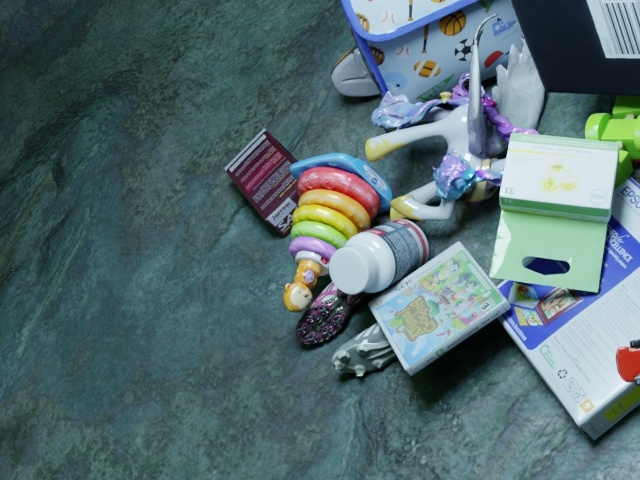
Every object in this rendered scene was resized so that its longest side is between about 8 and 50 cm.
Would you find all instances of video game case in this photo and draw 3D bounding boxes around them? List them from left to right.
[{"bbox_3d":[0.189,0.106,1.758,0.193,0.023,0.212,-35,30,4],"label":"video game case"}]

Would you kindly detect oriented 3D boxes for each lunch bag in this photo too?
[{"bbox_3d":[0.200,-0.452,1.972,0.327,0.385,0.239,-24,44,4],"label":"lunch bag"}]

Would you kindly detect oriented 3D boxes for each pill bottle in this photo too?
[{"bbox_3d":[0.099,0.031,1.859,0.108,0.180,0.108,11,109,34],"label":"pill bottle"}]

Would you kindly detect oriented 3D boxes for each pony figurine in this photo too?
[{"bbox_3d":[0.263,-0.189,1.882,0.363,0.302,0.351,-5,88,35],"label":"pony figurine"}]

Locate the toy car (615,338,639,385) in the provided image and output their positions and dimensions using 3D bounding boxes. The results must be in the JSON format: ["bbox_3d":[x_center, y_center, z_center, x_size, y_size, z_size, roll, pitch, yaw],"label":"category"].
[{"bbox_3d":[0.549,0.167,1.430,0.239,0.053,0.225,-43,69,9],"label":"toy car"}]

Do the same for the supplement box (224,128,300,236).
[{"bbox_3d":[-0.097,-0.124,2.251,0.130,0.073,0.239,-45,39,4],"label":"supplement box"}]

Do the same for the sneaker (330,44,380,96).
[{"bbox_3d":[0.153,-0.431,2.264,0.321,0.125,0.180,-29,38,4],"label":"sneaker"}]

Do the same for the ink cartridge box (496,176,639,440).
[{"bbox_3d":[0.440,0.094,1.619,0.307,0.072,0.304,-39,39,7],"label":"ink cartridge box"}]

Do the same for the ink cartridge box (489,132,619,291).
[{"bbox_3d":[0.359,-0.048,1.650,0.171,0.056,0.235,8,64,15],"label":"ink cartridge box"}]

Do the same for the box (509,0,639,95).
[{"bbox_3d":[0.615,-0.471,1.664,0.479,0.297,0.472,11,52,45],"label":"box"}]

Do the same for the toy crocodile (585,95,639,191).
[{"bbox_3d":[0.529,-0.218,1.776,0.115,0.105,0.341,5,57,41],"label":"toy crocodile"}]

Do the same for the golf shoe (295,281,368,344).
[{"bbox_3d":[0.028,0.117,1.968,0.186,0.067,0.086,-45,8,10],"label":"golf shoe"}]

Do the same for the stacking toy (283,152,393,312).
[{"bbox_3d":[0.000,0.000,1.968,0.165,0.175,0.302,-9,49,45],"label":"stacking toy"}]

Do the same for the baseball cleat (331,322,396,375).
[{"bbox_3d":[0.114,0.161,1.856,0.205,0.072,0.109,-23,32,20],"label":"baseball cleat"}]
